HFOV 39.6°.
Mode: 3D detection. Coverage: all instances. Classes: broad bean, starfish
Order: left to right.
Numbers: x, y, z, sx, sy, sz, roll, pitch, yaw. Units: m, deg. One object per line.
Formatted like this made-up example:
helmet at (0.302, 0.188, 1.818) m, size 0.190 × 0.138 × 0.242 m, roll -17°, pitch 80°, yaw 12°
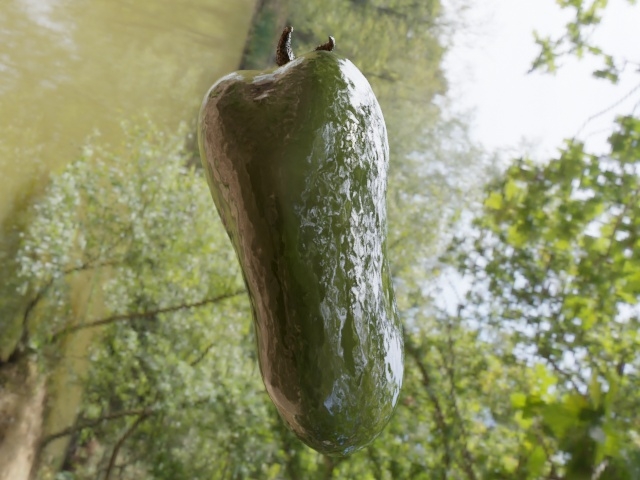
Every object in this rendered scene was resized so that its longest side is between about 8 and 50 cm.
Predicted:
starfish at (-0.022, -0.137, 0.736) m, size 0.091 × 0.028 × 0.078 m, roll -40°, pitch -122°, yaw 15°
broad bean at (0.000, 0.000, 0.560) m, size 0.189 × 0.121 × 0.263 m, roll 45°, pitch 28°, yaw -73°
